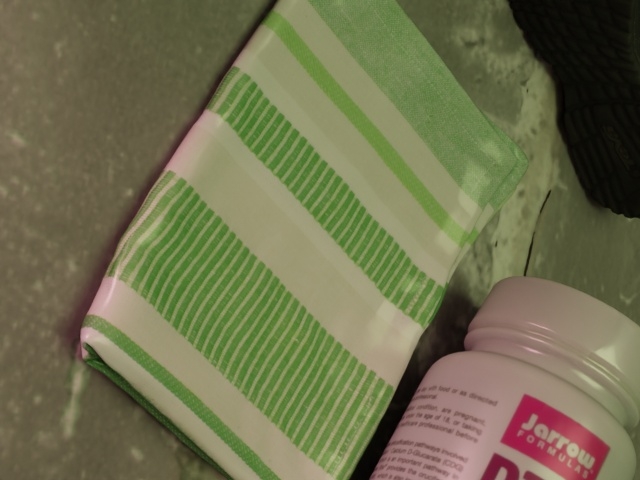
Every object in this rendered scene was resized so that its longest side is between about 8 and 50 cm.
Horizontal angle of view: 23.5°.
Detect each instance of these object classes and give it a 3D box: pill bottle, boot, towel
[{"bbox_3d":[0.115,0.176,1.041,0.160,0.160,0.283,44,66,-34],"label":"pill bottle"},{"bbox_3d":[0.256,-0.204,1.175,0.223,0.118,0.338,-44,131,-33],"label":"boot"},{"bbox_3d":[0.000,0.000,1.008,0.248,0.038,0.324,46,65,-33],"label":"towel"}]
